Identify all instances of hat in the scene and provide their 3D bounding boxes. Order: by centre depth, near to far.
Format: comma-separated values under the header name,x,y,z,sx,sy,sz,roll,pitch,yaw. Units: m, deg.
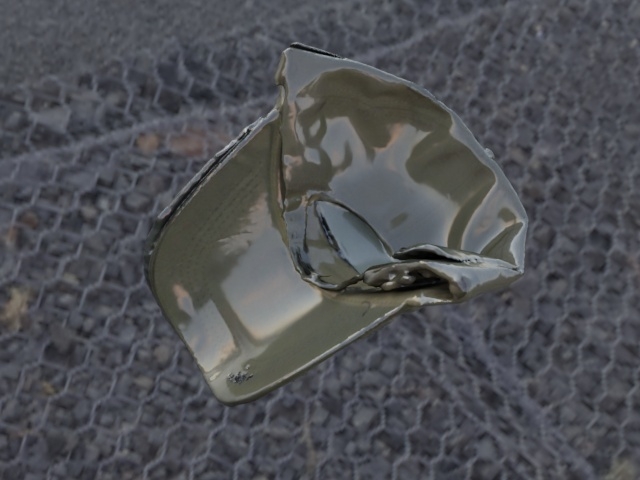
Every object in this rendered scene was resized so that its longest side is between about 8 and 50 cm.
name,x,y,z,sx,sy,sz,roll,pitch,yaw
hat,0.000,0.000,0.623,0.085,0.175,0.147,7,50,-61
